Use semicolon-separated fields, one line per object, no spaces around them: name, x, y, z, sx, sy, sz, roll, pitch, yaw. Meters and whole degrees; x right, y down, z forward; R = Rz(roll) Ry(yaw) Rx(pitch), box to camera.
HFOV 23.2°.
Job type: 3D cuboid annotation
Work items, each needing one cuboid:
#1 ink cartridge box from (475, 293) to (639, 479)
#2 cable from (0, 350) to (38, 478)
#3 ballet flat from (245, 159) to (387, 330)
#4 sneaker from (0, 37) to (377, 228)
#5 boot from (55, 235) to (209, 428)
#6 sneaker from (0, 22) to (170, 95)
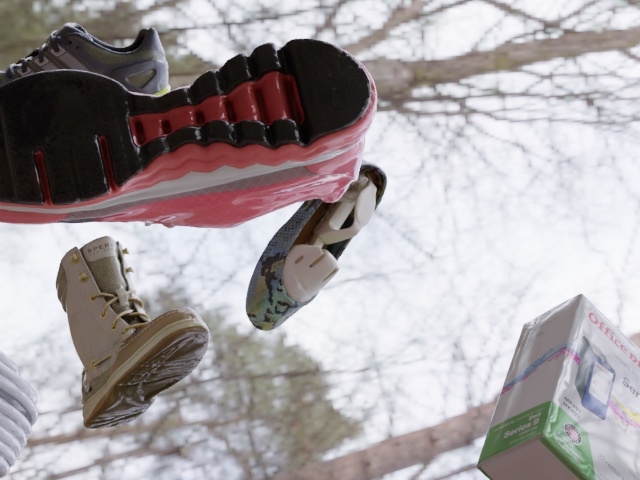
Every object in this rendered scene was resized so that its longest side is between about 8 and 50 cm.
ink cartridge box;0.256;0.181;1.531;0.154;0.212;0.093;44;-51;-14
cable;-0.344;0.103;1.204;0.257;0.257;0.089;-8;-128;56
ballet flat;0.000;0.000;1.380;0.070;0.070;0.188;7;-121;46
sneaker;-0.113;-0.044;1.104;0.136;0.314;0.116;86;-5;-56
boot;-0.184;0.067;1.458;0.213;0.077;0.165;-44;-124;49
sneaker;-0.317;-0.191;1.810;0.111;0.300;0.121;-141;-132;-67
